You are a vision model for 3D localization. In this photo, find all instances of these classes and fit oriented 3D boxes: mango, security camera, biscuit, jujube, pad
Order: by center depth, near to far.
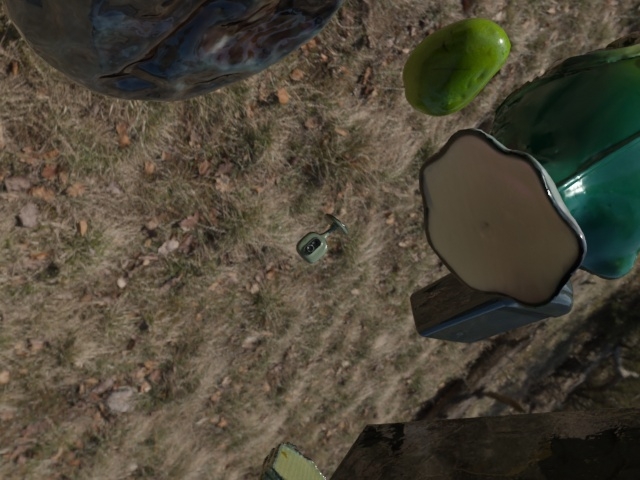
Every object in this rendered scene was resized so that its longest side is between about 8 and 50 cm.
[{"bbox_3d":[-0.092,-0.234,0.340,0.308,0.215,0.246,-17,174,32],"label":"jujube"},{"bbox_3d":[0.160,0.182,0.367,0.368,0.007,0.248,-14,-176,26],"label":"pad"},{"bbox_3d":[0.007,0.391,0.700,0.046,0.147,0.250,-38,88,2],"label":"biscuit"},{"bbox_3d":[0.194,-0.262,0.755,0.117,0.089,0.163,36,127,-7],"label":"mango"},{"bbox_3d":[0.000,0.000,0.910,0.092,0.058,0.058,-49,134,-12],"label":"security camera"}]

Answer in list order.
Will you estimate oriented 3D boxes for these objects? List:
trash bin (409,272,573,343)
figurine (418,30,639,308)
[{"bbox_3d":[0.289,0.094,0.841,0.177,0.101,0.236,13,146,-36],"label":"trash bin"},{"bbox_3d":[0.292,-0.086,0.549,0.340,0.231,0.323,-31,174,-21],"label":"figurine"}]
